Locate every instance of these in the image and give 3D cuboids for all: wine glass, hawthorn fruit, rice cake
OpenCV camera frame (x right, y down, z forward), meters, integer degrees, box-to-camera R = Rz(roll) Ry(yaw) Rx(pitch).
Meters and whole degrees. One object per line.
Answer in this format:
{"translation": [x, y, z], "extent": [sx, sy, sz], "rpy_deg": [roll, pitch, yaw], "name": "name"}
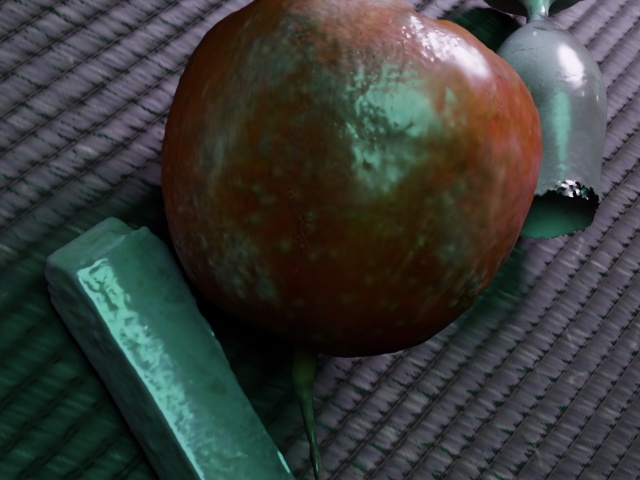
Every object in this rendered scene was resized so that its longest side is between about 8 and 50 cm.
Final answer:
{"translation": [0.174, -0.116, 0.946], "extent": [0.103, 0.103, 0.222], "rpy_deg": [13, 65, -24], "name": "wine glass"}
{"translation": [0.009, -0.040, 0.744], "extent": [0.235, 0.231, 0.263], "rpy_deg": [35, 52, 1], "name": "hawthorn fruit"}
{"translation": [-0.055, 0.150, 0.736], "extent": [0.072, 0.056, 0.365], "rpy_deg": [-27, 85, -40], "name": "rice cake"}
